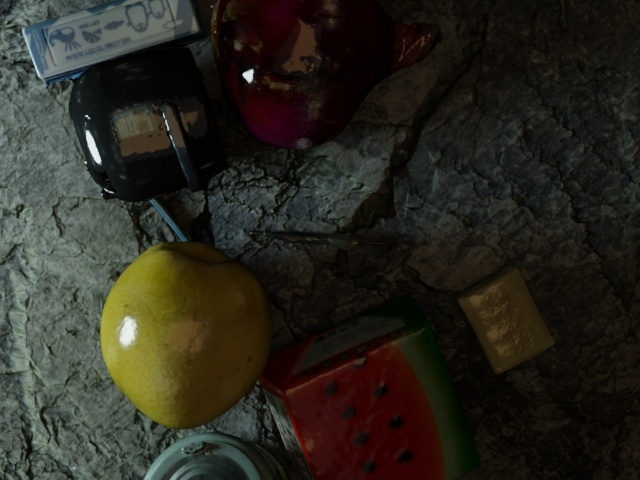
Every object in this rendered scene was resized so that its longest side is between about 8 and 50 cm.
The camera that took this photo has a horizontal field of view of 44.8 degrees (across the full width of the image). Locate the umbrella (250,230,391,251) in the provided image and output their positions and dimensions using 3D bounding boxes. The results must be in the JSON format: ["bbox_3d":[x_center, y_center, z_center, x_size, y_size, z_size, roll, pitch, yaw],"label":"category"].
[{"bbox_3d":[0.001,-0.003,1.485,0.269,0.044,0.044,7,124,2],"label":"umbrella"}]

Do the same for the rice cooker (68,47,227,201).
[{"bbox_3d":[-0.287,-0.188,1.313,0.225,0.267,0.267,-18,100,-4],"label":"rice cooker"}]

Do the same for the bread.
[{"bbox_3d":[0.362,0.154,1.526,0.140,0.060,0.178,-27,100,-2],"label":"bread"}]

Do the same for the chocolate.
[{"bbox_3d":[0.100,0.335,1.463,0.341,0.161,0.360,-23,100,-11],"label":"chocolate"}]

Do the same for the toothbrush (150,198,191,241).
[{"bbox_3d":[-0.250,-0.002,1.461,0.025,0.019,0.275,-38,101,-4],"label":"toothbrush"}]

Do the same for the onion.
[{"bbox_3d":[0.013,-0.323,1.277,0.385,0.348,0.347,-1,99,-4],"label":"onion"}]

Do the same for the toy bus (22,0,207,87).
[{"bbox_3d":[-0.352,-0.355,1.338,0.297,0.131,0.106,-17,100,-4],"label":"toy bus"}]

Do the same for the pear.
[{"bbox_3d":[-0.232,0.157,1.348,0.314,0.314,0.314,-1,99,-6],"label":"pear"}]

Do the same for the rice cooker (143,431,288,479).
[{"bbox_3d":[-0.185,0.486,1.415,0.264,0.317,0.316,-45,101,-14],"label":"rice cooker"}]
